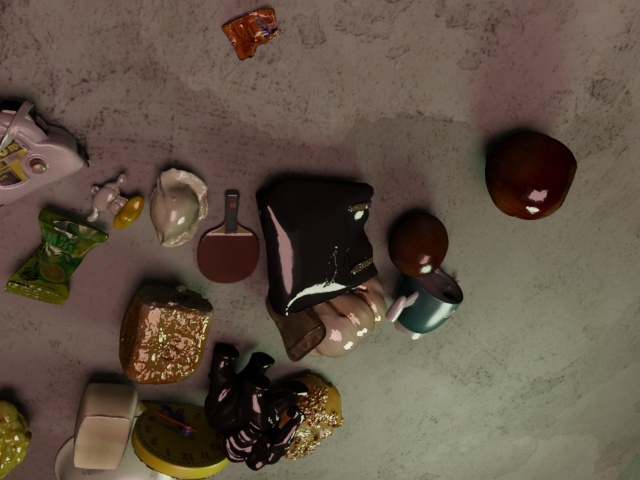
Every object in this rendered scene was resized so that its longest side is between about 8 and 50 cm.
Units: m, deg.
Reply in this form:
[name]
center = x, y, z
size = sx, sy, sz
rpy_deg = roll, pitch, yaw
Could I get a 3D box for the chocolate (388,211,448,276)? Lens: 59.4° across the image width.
[chocolate]
center = 0.257, 0.018, 1.444
size = 0.177, 0.176, 0.176
rpy_deg = -8, 125, -11

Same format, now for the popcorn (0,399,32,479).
[popcorn]
center = -0.885, 0.534, 1.440
size = 0.250, 0.235, 0.241
rpy_deg = -16, 109, -20

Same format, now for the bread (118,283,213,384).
[bread]
center = -0.383, 0.213, 1.391
size = 0.196, 0.176, 0.246
rpy_deg = 9, 106, -33

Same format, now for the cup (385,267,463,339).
[cup]
center = 0.284, 0.179, 1.561
size = 0.300, 0.167, 0.173
rpy_deg = -7, 133, -45

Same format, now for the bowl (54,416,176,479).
[bowl]
center = -0.575, 0.748, 1.690
size = 0.435, 0.196, 0.434
rpy_deg = -8, 125, -11

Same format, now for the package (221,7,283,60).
[package]
center = -0.132, -0.411, 1.114
size = 0.111, 0.033, 0.077
rpy_deg = -23, 137, 7

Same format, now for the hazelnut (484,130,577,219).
[hazelnut]
center = 0.499, -0.155, 1.366
size = 0.230, 0.229, 0.229
rpy_deg = -8, 125, -11

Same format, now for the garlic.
[garlic]
center = 0.051, 0.202, 1.496
size = 0.281, 0.184, 0.203
rpy_deg = -29, 124, 4

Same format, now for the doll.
[doll]
center = -0.458, -0.076, 1.237
size = 0.135, 0.071, 0.113
rpy_deg = -24, 119, 7

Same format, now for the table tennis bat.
[table tennis bat]
center = -0.223, -0.001, 1.380
size = 0.154, 0.021, 0.274
rpy_deg = -1, 126, -15

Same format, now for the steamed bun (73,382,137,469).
[steamed bun]
center = -0.585, 0.488, 1.526
size = 0.146, 0.164, 0.241
rpy_deg = 11, 121, -20

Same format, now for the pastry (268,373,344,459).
[pastry]
center = -0.074, 0.556, 1.722
size = 0.311, 0.162, 0.255
rpy_deg = -38, 123, 10

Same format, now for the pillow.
[pillow]
center = -0.069, 0.199, 1.445
size = 0.130, 0.217, 0.033
rpy_deg = -43, 143, 13

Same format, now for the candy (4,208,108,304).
[candy]
center = -0.603, 0.042, 1.273
size = 0.149, 0.069, 0.246
rpy_deg = 25, 109, -34

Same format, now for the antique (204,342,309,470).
[antique]
center = -0.191, 0.463, 1.553
size = 0.185, 0.322, 0.255
rpy_deg = 2, 113, -55

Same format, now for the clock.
[clock]
center = -0.376, 0.535, 1.555
size = 0.277, 0.293, 0.071
rpy_deg = 12, 107, -29

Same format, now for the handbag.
[handbag]
center = 0.000, 0.000, 1.369
size = 0.288, 0.152, 0.342
rpy_deg = -10, 116, -14

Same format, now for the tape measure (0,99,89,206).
[tape measure]
center = -0.610, -0.173, 1.088
size = 0.236, 0.120, 0.197
rpy_deg = -27, 133, -2

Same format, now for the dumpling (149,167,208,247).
[dumpling]
center = -0.315, -0.073, 1.259
size = 0.127, 0.108, 0.187
rpy_deg = -9, 115, -42
